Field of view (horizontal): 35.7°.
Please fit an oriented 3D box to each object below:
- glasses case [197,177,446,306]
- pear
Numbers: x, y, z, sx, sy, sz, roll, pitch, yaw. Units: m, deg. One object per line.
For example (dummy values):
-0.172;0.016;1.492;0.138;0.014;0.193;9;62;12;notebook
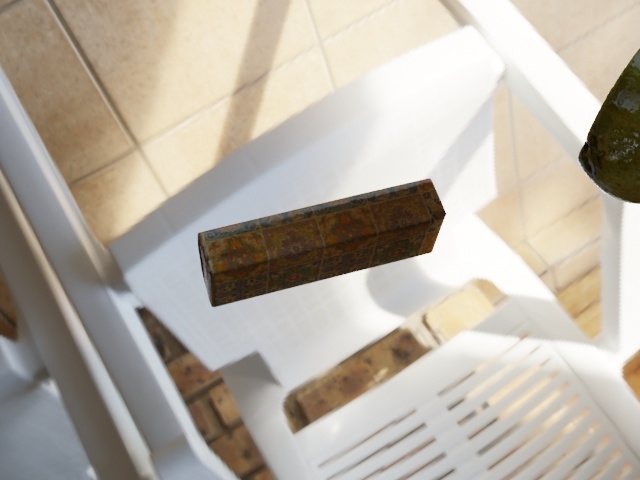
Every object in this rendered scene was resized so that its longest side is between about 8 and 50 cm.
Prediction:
0.000;0.000;0.903;0.218;0.049;0.075;-14;155;-11;glasses case
0.279;-0.090;0.795;0.141;0.104;0.141;-48;163;-20;pear
